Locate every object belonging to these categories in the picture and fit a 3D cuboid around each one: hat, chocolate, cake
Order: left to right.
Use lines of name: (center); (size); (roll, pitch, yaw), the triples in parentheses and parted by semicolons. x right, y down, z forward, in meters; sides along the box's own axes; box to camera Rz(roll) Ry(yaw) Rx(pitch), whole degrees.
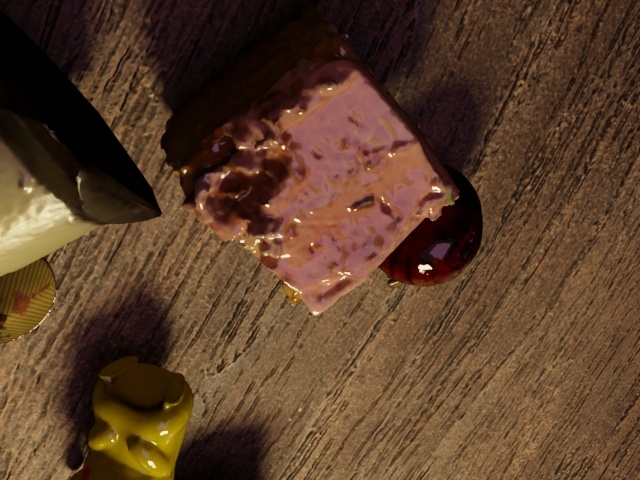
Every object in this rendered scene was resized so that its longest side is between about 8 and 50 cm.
chocolate: (-0.414, -0.088, 1.248); (0.297, 0.326, 0.314); (-42, 162, 4)
hat: (-0.485, 0.100, 1.501); (0.193, 0.082, 0.193); (-11, 126, -16)
cake: (-0.013, -0.112, 1.412); (0.314, 0.293, 0.307); (-36, 115, 10)

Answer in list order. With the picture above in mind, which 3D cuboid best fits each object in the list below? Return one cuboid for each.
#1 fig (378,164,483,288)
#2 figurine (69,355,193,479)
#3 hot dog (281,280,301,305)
fig: (0.187, -0.002, 1.682); (0.204, 0.186, 0.249); (-57, 147, -15)
figurine: (-0.317, 0.348, 1.678); (0.169, 0.218, 0.327); (-23, 132, -69)
hot dog: (0.000, 0.000, 1.651); (0.102, 0.076, 0.249); (2, 119, -59)
